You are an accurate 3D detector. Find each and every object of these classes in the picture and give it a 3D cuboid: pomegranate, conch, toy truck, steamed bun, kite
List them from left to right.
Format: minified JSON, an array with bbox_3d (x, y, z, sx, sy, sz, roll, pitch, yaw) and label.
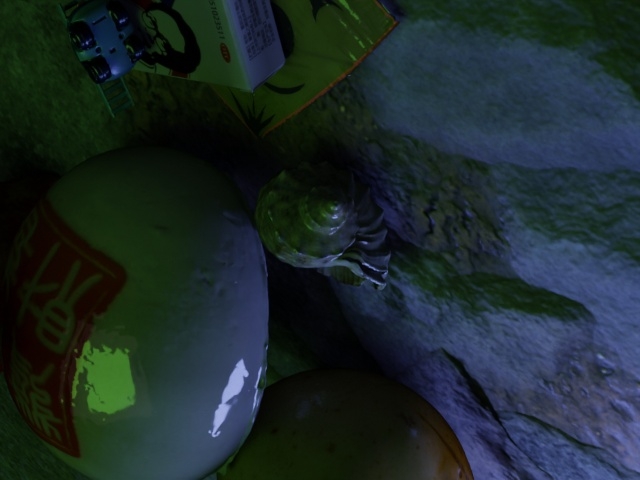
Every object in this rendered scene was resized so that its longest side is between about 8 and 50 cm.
[{"bbox_3d":[-0.209,-0.177,1.273,0.074,0.063,0.136,31,148,51],"label":"toy truck"},{"bbox_3d":[-0.217,0.081,1.379,0.374,0.241,0.374,-17,71,61],"label":"steamed bun"},{"bbox_3d":[-0.080,-0.229,1.257,0.377,0.013,0.328,21,137,28],"label":"kite"},{"bbox_3d":[0.000,0.000,1.309,0.155,0.130,0.207,55,159,7],"label":"conch"},{"bbox_3d":[0.017,0.294,1.443,0.319,0.319,0.319,24,138,23],"label":"pomegranate"}]

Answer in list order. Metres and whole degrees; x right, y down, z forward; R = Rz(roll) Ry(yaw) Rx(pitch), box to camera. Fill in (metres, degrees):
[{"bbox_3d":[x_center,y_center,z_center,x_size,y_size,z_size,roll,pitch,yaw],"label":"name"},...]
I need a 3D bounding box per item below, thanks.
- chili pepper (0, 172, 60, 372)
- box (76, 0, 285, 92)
[{"bbox_3d":[-0.423,0.044,1.629,0.229,0.305,0.251,18,124,40],"label":"chili pepper"},{"bbox_3d":[-0.169,-0.315,1.200,0.214,0.069,0.353,14,136,35],"label":"box"}]
